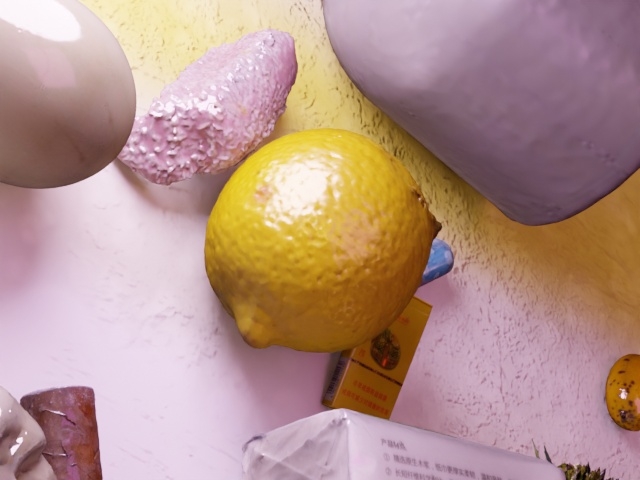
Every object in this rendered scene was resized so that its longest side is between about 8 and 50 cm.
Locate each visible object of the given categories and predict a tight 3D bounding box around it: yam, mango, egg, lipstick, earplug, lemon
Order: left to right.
[{"bbox_3d":[-0.283,-0.151,1.632,0.242,0.186,0.186,37,53,-29],"label":"egg"},{"bbox_3d":[-0.240,0.209,1.629,0.079,0.079,0.141,6,70,-43],"label":"yam"},{"bbox_3d":[-0.005,0.004,1.825,0.253,0.228,0.228,-39,104,-41],"label":"lemon"},{"bbox_3d":[0.092,0.039,2.036,0.158,0.048,0.048,-22,92,-47],"label":"lipstick"},{"bbox_3d":[0.195,-0.244,2.052,0.394,0.313,0.312,36,53,-30],"label":"earplug"},{"bbox_3d":[0.406,0.196,2.284,0.079,0.057,0.114,35,48,-19],"label":"mango"}]

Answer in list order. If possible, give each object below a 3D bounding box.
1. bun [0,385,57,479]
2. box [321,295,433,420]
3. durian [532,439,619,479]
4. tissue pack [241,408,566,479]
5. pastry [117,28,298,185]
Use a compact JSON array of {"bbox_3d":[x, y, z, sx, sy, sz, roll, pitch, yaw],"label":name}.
[{"bbox_3d":[-0.340,0.263,1.410,0.360,0.211,0.359,19,62,-40],"label":"bun"},{"bbox_3d":[0.064,0.126,1.959,0.087,0.023,0.155,29,78,-32],"label":"box"},{"bbox_3d":[0.344,0.401,2.047,0.158,0.169,0.352,-52,130,-23],"label":"durian"},{"bbox_3d":[0.096,0.341,1.826,0.356,0.194,0.266,19,60,-40],"label":"tissue pack"},{"bbox_3d":[-0.101,-0.145,1.867,0.265,0.112,0.102,-44,118,-43],"label":"pastry"}]
